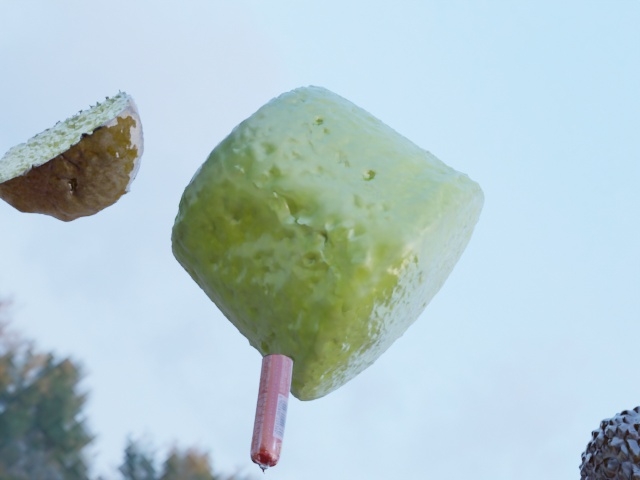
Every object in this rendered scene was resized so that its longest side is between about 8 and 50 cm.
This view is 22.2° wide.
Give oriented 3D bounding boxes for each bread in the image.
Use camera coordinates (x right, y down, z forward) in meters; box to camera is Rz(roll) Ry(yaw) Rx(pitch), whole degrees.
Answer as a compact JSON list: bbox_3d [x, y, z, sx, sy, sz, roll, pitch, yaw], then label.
[{"bbox_3d":[0.000,0.000,2.038,0.308,0.348,0.348,37,-28,12],"label":"bread"},{"bbox_3d":[-0.343,-0.106,2.346,0.260,0.129,0.134,-21,-64,22],"label":"bread"}]

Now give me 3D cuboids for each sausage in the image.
[{"bbox_3d":[-0.051,0.180,1.678,0.034,0.129,0.034,4,-34,3],"label":"sausage"}]

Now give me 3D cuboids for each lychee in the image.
[{"bbox_3d":[0.383,0.276,1.820,0.188,0.188,0.188,39,-28,26],"label":"lychee"}]
